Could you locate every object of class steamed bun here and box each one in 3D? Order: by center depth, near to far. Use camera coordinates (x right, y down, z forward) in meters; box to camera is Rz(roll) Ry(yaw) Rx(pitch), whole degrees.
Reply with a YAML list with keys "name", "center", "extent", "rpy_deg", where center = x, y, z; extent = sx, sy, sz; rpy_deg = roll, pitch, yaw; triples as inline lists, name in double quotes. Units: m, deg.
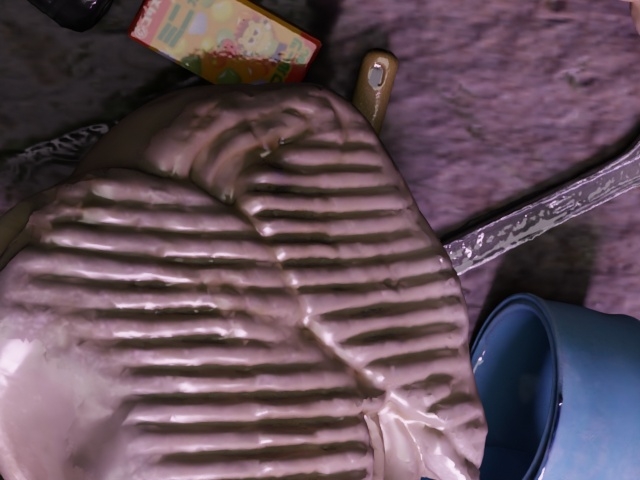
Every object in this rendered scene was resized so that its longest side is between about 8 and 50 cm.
- name: "steamed bun"
  center: [-0.068, 0.078, 0.680]
  extent: [0.310, 0.219, 0.324]
  rpy_deg: [-36, 97, -33]

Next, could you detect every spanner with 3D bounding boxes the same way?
- name: "spanner"
  center: [0.188, -0.028, 0.790]
  extent: [0.326, 0.026, 0.093]
  rpy_deg: [-26, 108, 5]

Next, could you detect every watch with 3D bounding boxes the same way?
- name: "watch"
  center: [0.166, 0.144, 0.753]
  extent: [0.211, 0.211, 0.193]
  rpy_deg: [16, 123, -10]

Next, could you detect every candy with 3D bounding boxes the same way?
- name: "candy"
  center: [-0.065, -0.141, 0.723]
  extent: [0.122, 0.038, 0.062]
  rpy_deg: [27, 103, -12]

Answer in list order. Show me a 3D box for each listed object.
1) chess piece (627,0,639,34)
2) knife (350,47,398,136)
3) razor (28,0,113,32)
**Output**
- name: "chess piece"
  center: [0.210, -0.233, 0.673]
  extent: [0.167, 0.167, 0.300]
  rpy_deg: [-44, 112, 8]
- name: "knife"
  center: [0.000, -0.001, 0.784]
  extent: [0.047, 0.017, 0.297]
  rpy_deg: [12, 109, -7]
- name: "razor"
  center: [-0.189, -0.211, 0.682]
  extent: [0.148, 0.054, 0.090]
  rpy_deg: [37, 100, -13]
